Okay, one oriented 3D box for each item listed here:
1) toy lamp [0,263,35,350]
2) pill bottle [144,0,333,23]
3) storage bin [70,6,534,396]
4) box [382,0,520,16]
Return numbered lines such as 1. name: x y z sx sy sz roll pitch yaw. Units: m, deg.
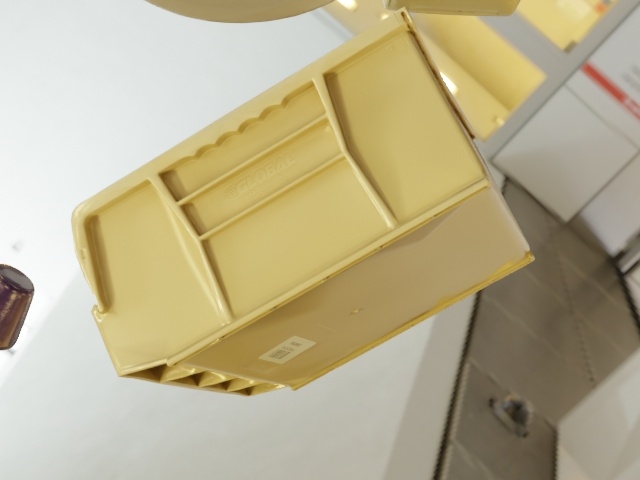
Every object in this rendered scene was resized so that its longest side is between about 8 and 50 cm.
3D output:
1. toy lamp: -0.382 0.142 1.172 0.080 0.274 0.080 34 -167 -9
2. pill bottle: -0.019 -0.224 0.505 0.160 0.160 0.283 36 -147 -16
3. storage bin: 0.000 0.000 0.805 0.123 0.260 0.262 63 -171 16
4. box: 0.086 -0.306 0.911 0.113 0.094 0.275 1 -126 -15
